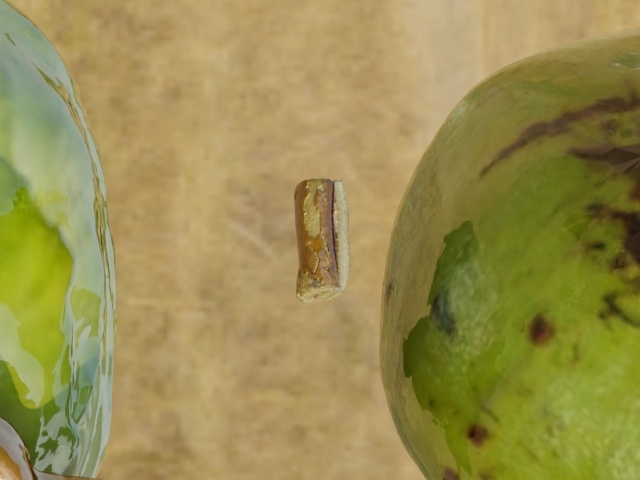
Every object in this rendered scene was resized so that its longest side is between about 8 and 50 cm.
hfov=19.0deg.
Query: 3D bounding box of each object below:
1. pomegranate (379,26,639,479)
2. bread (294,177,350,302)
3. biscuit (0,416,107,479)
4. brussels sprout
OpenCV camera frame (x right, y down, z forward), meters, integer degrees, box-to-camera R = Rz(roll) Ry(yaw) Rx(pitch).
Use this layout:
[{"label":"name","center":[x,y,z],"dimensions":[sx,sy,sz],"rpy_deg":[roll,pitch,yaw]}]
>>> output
[{"label":"pomegranate","center":[0.121,0.061,0.743],"dimensions":[0.260,0.340,0.260],"rpy_deg":[47,4,-5]},{"label":"bread","center":[0.000,0.000,1.297],"dimensions":[0.047,0.036,0.083],"rpy_deg":[129,-37,-65]},{"label":"biscuit","center":[-0.186,0.126,0.679],"dimensions":[0.186,0.295,0.044],"rpy_deg":[-60,-146,27]},{"label":"brussels sprout","center":[-0.186,0.008,0.780],"dimensions":[0.271,0.219,0.210],"rpy_deg":[64,20,-13]}]
